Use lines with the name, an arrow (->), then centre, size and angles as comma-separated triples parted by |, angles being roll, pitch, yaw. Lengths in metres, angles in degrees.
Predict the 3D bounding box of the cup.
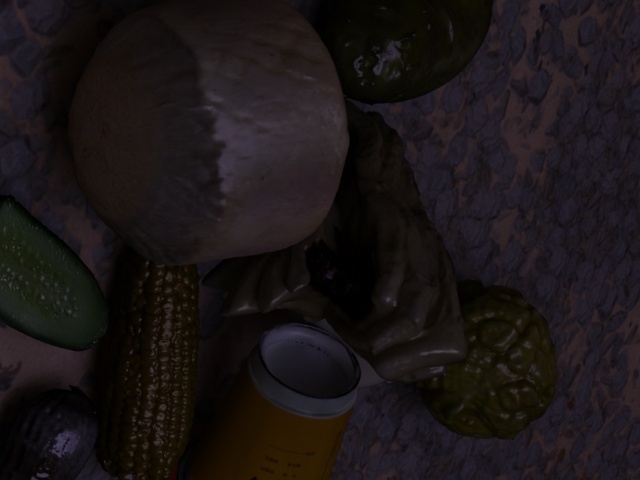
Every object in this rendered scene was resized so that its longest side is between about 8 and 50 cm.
cup -> -0.058, 0.245, 1.918 | 0.196, 0.196, 0.279 | -17, 140, -43

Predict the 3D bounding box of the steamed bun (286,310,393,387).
steamed bun -> 0.043, 0.071, 2.014 | 0.241, 0.164, 0.146 | -58, 144, -48

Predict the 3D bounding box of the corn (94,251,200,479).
corn -> -0.199, 0.149, 1.823 | 0.119, 0.119, 0.321 | -6, 110, -47

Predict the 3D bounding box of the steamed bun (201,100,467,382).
steamed bun -> 0.000, 0.000, 1.842 | 0.247, 0.428, 0.189 | -36, 129, 21

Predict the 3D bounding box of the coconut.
coconut -> -0.103, -0.126, 1.693 | 0.329, 0.329, 0.328 | -22, 122, -41

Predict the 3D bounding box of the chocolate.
chocolate -> -0.329, 0.276, 1.746 | 0.110, 0.110, 0.248 | 32, 82, -50

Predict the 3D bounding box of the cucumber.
cucumber -> -0.318, 0.048, 1.688 | 0.244, 0.063, 0.115 | 49, 61, -46

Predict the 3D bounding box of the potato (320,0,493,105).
potato -> 0.108, -0.267, 1.973 | 0.298, 0.141, 0.176 | -29, 131, -48

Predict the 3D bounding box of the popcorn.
popcorn -> 0.245, 0.175, 2.281 | 0.251, 0.206, 0.236 | -50, 132, -69

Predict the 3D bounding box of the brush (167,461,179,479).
brush -> -0.222, 0.331, 1.930 | 0.070, 0.051, 0.323 | 8, 100, -47
